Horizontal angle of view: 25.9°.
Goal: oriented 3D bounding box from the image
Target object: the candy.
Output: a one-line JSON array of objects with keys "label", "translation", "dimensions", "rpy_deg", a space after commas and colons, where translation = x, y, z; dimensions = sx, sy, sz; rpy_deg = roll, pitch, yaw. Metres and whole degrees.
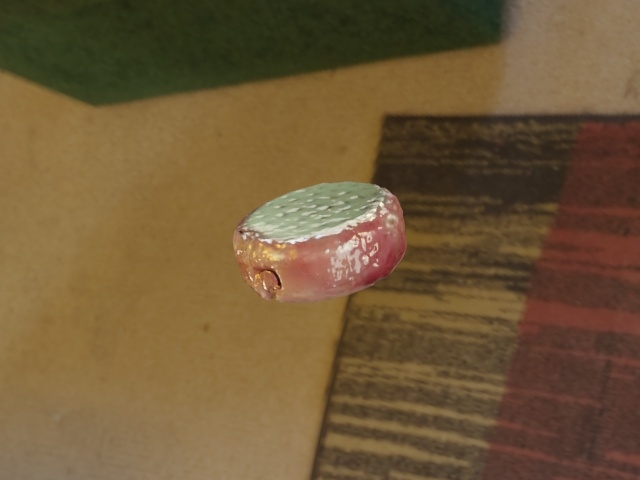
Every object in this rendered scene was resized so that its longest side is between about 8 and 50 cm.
[{"label": "candy", "translation": [0.000, 0.000, 0.818], "dimensions": [0.103, 0.103, 0.043], "rpy_deg": [10, 122, 45]}]
